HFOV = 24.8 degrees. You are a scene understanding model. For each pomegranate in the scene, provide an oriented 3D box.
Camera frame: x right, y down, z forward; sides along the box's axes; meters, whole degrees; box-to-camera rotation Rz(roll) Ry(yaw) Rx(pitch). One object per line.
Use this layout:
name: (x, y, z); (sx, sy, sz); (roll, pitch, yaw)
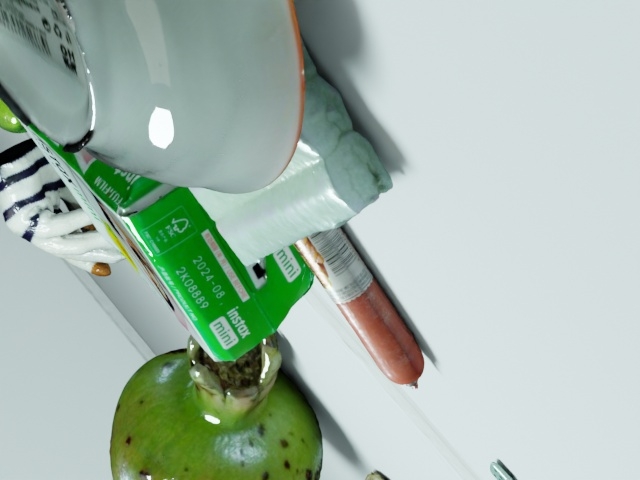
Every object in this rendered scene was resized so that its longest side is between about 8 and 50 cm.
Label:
pomegranate: (-0.119, 0.190, 1.559); (0.242, 0.242, 0.306); (37, 141, 52)

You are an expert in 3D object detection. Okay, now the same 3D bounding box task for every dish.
dish: (-0.119, -0.122, 0.697); (0.260, 0.085, 0.260); (42, 149, 33)

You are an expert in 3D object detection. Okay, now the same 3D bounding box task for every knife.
knife: (0.147, 0.188, 0.989); (0.096, 0.010, 0.027); (47, 168, 21)

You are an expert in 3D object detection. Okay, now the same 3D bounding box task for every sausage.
sausage: (0.000, 0.000, 0.922); (0.253, 0.034, 0.034); (56, 168, -20)

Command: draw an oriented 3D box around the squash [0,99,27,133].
squash: (-0.375, -0.200, 1.634); (0.292, 0.082, 0.082); (41, 165, 47)

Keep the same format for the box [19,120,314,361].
box: (-0.120, -0.036, 1.102); (0.250, 0.103, 0.180); (36, 161, 51)

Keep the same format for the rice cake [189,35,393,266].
rice cake: (-0.051, -0.070, 0.802); (0.189, 0.037, 0.198); (55, 158, -13)

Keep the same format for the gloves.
gloves: (-0.369, -0.032, 2.035); (0.218, 0.131, 0.140); (65, 167, -19)

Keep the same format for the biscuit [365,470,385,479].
biscuit: (0.096, 0.302, 1.520); (0.152, 0.020, 0.152); (48, 169, 13)
